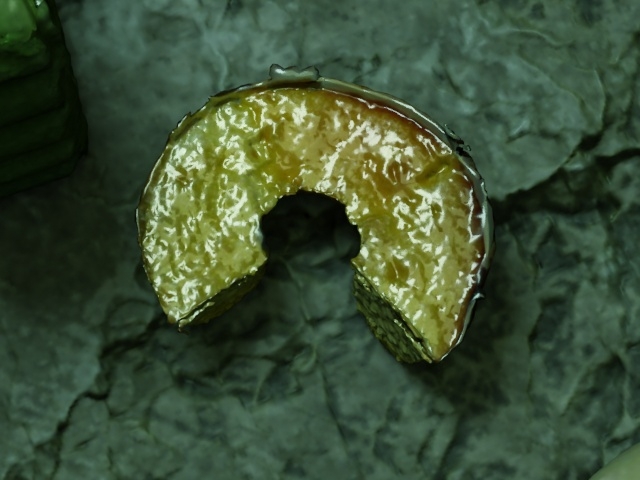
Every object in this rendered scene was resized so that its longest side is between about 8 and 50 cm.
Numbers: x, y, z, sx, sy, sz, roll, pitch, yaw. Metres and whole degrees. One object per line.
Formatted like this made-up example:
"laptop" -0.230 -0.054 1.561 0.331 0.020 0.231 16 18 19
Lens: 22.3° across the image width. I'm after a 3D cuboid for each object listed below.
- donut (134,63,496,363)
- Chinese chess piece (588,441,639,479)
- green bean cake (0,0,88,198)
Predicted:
"donut" 0.000 -0.011 0.838 0.181 0.078 0.146 7 77 3
"Chinese chess piece" 0.222 0.209 0.798 0.251 0.097 0.250 1 78 -5
"green bean cake" -0.195 -0.149 0.774 0.125 0.222 0.248 -19 78 -7
